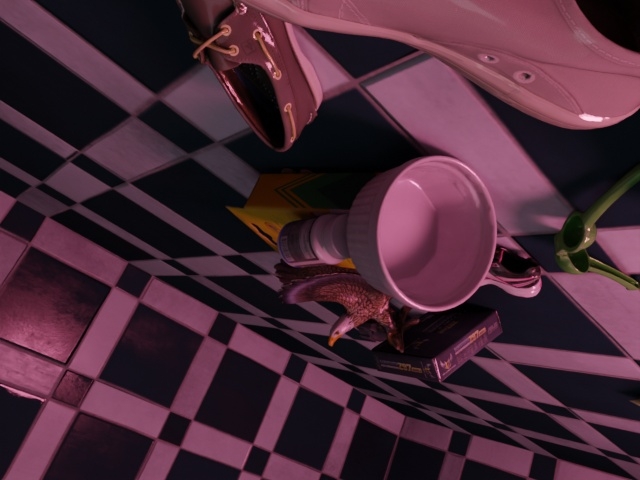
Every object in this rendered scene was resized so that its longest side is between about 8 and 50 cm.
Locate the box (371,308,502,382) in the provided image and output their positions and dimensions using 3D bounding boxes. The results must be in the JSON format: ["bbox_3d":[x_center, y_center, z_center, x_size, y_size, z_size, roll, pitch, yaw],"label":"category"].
[{"bbox_3d":[0.255,0.220,1.149,0.183,0.232,0.059,-5,106,53],"label":"box"}]

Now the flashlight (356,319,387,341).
[{"bbox_3d":[0.234,0.253,1.424,0.304,0.103,0.103,-1,117,55],"label":"flashlight"}]

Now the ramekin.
[{"bbox_3d":[0.133,-0.010,0.735,0.207,0.207,0.109,33,166,-25],"label":"ramekin"}]

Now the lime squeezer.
[{"bbox_3d":[0.376,0.005,0.715,0.110,0.059,0.310,10,155,33],"label":"lime squeezer"}]

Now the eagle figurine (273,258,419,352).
[{"bbox_3d":[0.061,0.115,1.103,0.298,0.225,0.226,40,139,-10],"label":"eagle figurine"}]

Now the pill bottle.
[{"bbox_3d":[0.000,0.000,0.810,0.078,0.078,0.137,36,155,-29],"label":"pill bottle"}]

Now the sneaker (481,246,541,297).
[{"bbox_3d":[0.287,0.037,0.893,0.178,0.072,0.077,8,143,18],"label":"sneaker"}]

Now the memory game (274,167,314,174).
[{"bbox_3d":[-0.005,-0.078,0.977,0.186,0.012,0.186,21,159,9],"label":"memory game"}]

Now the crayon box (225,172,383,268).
[{"bbox_3d":[0.008,-0.032,0.940,0.318,0.081,0.202,5,152,37],"label":"crayon box"}]

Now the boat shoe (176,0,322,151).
[{"bbox_3d":[-0.090,-0.224,0.597,0.109,0.091,0.305,10,156,31],"label":"boat shoe"}]

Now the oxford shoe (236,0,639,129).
[{"bbox_3d":[0.070,-0.213,0.357,0.449,0.169,0.130,20,163,-10],"label":"oxford shoe"}]

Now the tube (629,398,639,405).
[{"bbox_3d":[0.800,0.373,1.165,0.070,0.062,0.240,62,171,14],"label":"tube"}]
